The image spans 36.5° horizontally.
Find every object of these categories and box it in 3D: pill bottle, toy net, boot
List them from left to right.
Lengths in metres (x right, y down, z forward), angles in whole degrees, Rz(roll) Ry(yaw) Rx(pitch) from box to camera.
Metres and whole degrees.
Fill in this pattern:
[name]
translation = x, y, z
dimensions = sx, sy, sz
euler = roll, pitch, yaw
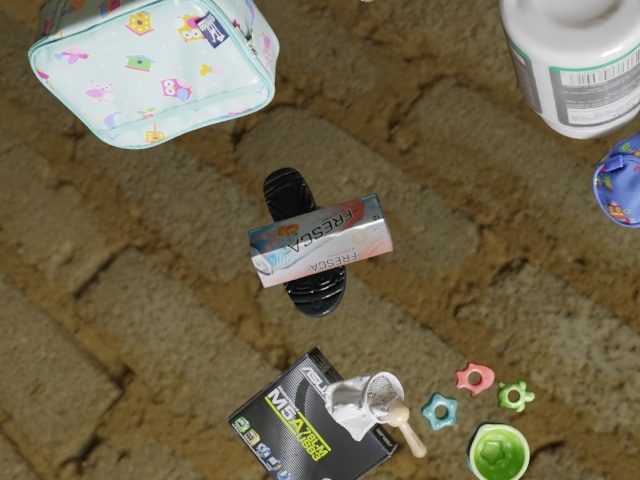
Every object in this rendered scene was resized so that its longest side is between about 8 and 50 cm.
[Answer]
[boot]
translation = -0.005, 0.028, 1.489
dimensions = 0.207, 0.094, 0.246
euler = 56, -167, -64
[toy net]
translation = 0.122, 0.184, 1.066
dimensions = 0.232, 0.122, 0.045
euler = 16, 178, -7
[pill bottle]
translation = 0.361, -0.272, 1.327
dimensions = 0.204, 0.204, 0.361
euler = 40, -178, 20

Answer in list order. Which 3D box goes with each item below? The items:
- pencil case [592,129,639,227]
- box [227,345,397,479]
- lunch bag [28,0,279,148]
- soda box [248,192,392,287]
[pencil case]
translation = 0.542, -0.142, 1.500
dimensions = 0.133, 0.306, 0.119
euler = 58, 146, -5
[box]
translation = -0.015, 0.282, 1.427
dimensions = 0.190, 0.184, 0.045
euler = 51, -153, 3
[lunch bag]
translation = -0.196, -0.226, 1.205
dimensions = 0.279, 0.107, 0.224
euler = -13, 140, 23
[soda box]
translation = 0.000, 0.000, 1.289
dimensions = 0.058, 0.183, 0.063
euler = -103, -6, -49
